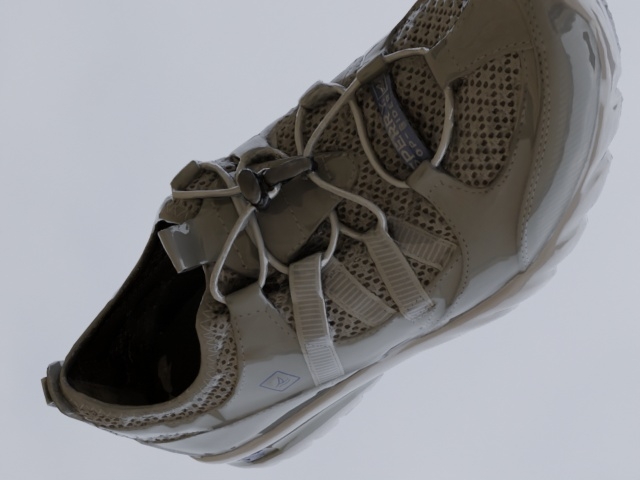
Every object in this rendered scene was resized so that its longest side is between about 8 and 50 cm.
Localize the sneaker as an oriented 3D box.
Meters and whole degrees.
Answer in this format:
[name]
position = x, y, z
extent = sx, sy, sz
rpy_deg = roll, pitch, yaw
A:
[sneaker]
position = 0.000, 0.000, 0.664
extent = 0.281, 0.115, 0.105
rpy_deg = -50, -128, 33
